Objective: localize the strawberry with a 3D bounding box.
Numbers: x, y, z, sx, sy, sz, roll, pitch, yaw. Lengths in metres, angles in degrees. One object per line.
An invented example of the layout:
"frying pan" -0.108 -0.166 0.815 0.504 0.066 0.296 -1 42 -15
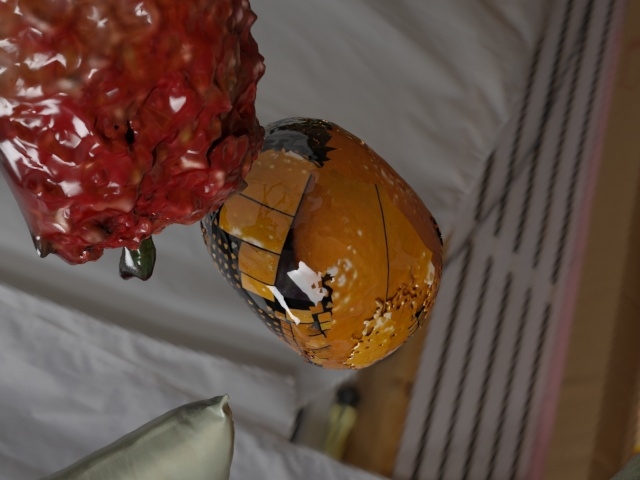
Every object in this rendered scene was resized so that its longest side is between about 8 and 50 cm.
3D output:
"strawberry" -0.064 -0.075 0.423 0.085 0.192 0.140 -10 12 7

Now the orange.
"orange" 0.000 0.000 1.182 0.182 0.234 0.234 -34 32 16

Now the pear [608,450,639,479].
"pear" 0.418 0.344 1.345 0.413 0.352 0.352 77 -143 -76

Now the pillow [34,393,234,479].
"pillow" -0.160 0.170 0.717 0.078 0.254 0.144 58 157 25
